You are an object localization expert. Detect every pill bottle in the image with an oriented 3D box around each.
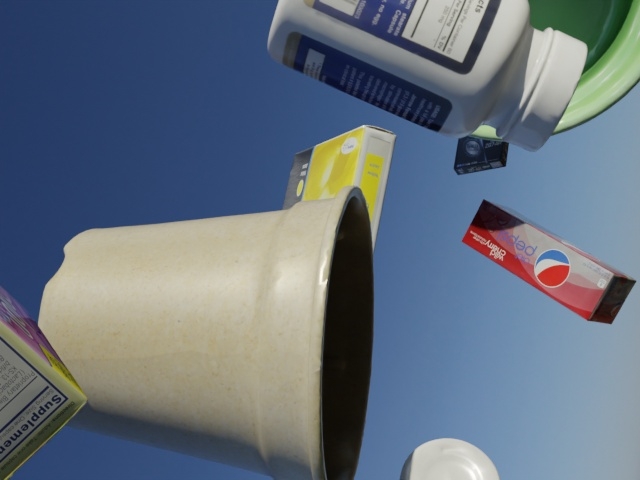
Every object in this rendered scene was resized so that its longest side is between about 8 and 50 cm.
[{"bbox_3d":[0.136,0.311,0.956,0.180,0.108,0.108,90,-157,-48],"label":"pill bottle"},{"bbox_3d":[0.063,-0.117,0.501,0.094,0.169,0.094,-156,90,-90],"label":"pill bottle"}]

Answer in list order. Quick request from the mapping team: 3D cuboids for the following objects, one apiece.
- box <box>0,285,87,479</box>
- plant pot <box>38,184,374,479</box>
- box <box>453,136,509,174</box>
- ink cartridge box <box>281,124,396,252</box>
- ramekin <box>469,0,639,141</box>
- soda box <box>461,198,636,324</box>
[{"bbox_3d":[-0.323,0.050,0.647,0.117,0.213,0.243,-44,-60,-13],"label":"box"},{"bbox_3d":[-0.115,0.104,0.922,0.334,0.305,0.334,2,-90,-78],"label":"plant pot"},{"bbox_3d":[0.257,-0.141,1.362,0.018,0.083,0.067,46,-133,-42],"label":"box"},{"bbox_3d":[0.000,0.000,1.302,0.072,0.303,0.307,17,-98,-21],"label":"ink cartridge box"},{"bbox_3d":[0.194,-0.256,0.869,0.148,0.303,0.303,-42,-44,-75],"label":"ramekin"},{"bbox_3d":[0.357,0.031,1.362,0.092,0.263,0.083,12,-72,-47],"label":"soda box"}]
